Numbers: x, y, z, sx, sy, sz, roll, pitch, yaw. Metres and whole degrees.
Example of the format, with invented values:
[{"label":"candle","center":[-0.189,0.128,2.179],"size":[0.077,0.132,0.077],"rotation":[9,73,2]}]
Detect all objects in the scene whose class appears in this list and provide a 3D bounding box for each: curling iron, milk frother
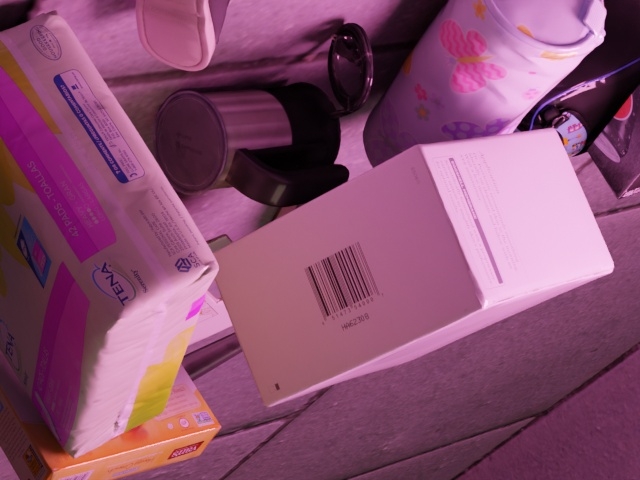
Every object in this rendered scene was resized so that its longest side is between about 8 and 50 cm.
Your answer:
[{"label":"curling iron","center":[-0.174,0.148,1.859],"size":[0.274,0.035,0.068],"rotation":[-23,164,-13]},{"label":"milk frother","center":[-0.038,-0.105,1.471],"size":[0.135,0.129,0.143],"rotation":[-10,113,-47]}]

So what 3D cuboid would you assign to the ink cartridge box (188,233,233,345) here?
[{"label":"ink cartridge box","center":[-0.188,0.061,1.749],"size":[0.261,0.066,0.296],"rotation":[-27,164,1]}]

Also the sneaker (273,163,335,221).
[{"label":"sneaker","center":[0.000,0.000,1.823],"size":[0.064,0.086,0.192],"rotation":[-23,163,-16]}]

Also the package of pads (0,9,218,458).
[{"label":"package of pads","center":[-0.185,0.001,1.293],"size":[0.101,0.229,0.296],"rotation":[-28,165,-23]}]

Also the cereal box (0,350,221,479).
[{"label":"cereal box","center":[-0.209,0.083,1.477],"size":[0.173,0.240,0.047],"rotation":[-12,148,-44]}]

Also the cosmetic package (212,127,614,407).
[{"label":"cosmetic package","center":[0.075,0.017,1.492],"size":[0.224,0.138,0.225],"rotation":[-27,170,33]}]

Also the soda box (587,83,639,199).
[{"label":"soda box","center":[0.296,-0.103,1.617],"size":[0.053,0.060,0.169],"rotation":[-22,162,-24]}]

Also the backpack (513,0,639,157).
[{"label":"backpack","center":[0.234,-0.149,1.692],"size":[0.158,0.117,0.173],"rotation":[-26,163,-8]}]

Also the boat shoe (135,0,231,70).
[{"label":"boat shoe","center":[-0.083,-0.191,1.210],"size":[0.206,0.075,0.065],"rotation":[104,7,-62]}]

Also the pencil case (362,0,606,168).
[{"label":"pencil case","center":[0.133,-0.135,1.558],"size":[0.113,0.124,0.273],"rotation":[-47,174,-35]}]
